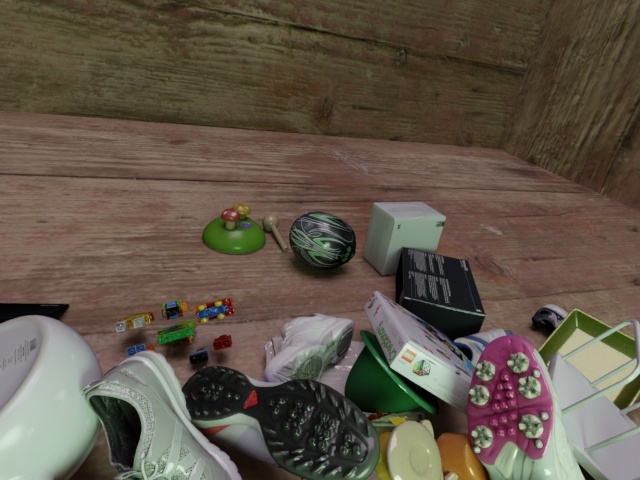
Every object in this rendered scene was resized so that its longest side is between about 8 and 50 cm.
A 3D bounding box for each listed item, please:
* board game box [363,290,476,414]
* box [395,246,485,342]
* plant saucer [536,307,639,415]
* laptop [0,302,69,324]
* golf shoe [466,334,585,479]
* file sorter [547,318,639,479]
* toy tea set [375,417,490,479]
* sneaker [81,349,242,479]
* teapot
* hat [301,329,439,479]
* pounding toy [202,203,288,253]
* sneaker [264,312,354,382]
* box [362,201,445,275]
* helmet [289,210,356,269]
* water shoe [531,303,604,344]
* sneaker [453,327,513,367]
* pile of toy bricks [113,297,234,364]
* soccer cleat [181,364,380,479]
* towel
[{"bbox_3d":[0.188,0.195,0.761,0.192,0.053,0.305,33,5,-5],"label":"board game box"},{"bbox_3d":[0.286,0.131,1.050,0.184,0.103,0.261,10,26,6],"label":"box"},{"bbox_3d":[0.590,0.263,0.906,0.188,0.045,0.188,-36,46,-22],"label":"plant saucer"},{"bbox_3d":[-0.602,0.193,0.712,0.234,0.137,0.265,3,53,-14],"label":"laptop"},{"bbox_3d":[0.270,0.280,0.532,0.140,0.115,0.307,21,61,-38],"label":"golf shoe"},{"bbox_3d":[0.516,0.289,0.639,0.278,0.173,0.192,45,36,13],"label":"file sorter"},{"bbox_3d":[0.181,0.356,0.569,0.335,0.124,0.200,16,56,-29],"label":"toy tea set"},{"bbox_3d":[-0.193,0.274,0.499,0.281,0.105,0.115,51,15,12],"label":"sneaker"},{"bbox_3d":[-0.379,0.233,0.537,0.252,0.187,0.256,-9,41,20],"label":"teapot"},{"bbox_3d":[0.064,0.270,0.689,0.208,0.183,0.173,40,5,-38],"label":"hat"},{"bbox_3d":[-0.220,-0.052,1.219,0.236,0.110,0.183,-1,29,-21],"label":"pounding toy"},{"bbox_3d":[-0.037,0.193,0.746,0.115,0.091,0.232,16,17,29],"label":"sneaker"},{"bbox_3d":[0.239,-0.010,1.221,0.180,0.182,0.119,-3,28,-26],"label":"box"},{"bbox_3d":[0.000,0.000,1.141,0.161,0.170,0.169,8,21,-44],"label":"helmet"},{"bbox_3d":[0.610,0.241,1.011,0.080,0.073,0.203,-32,43,-15],"label":"water shoe"},{"bbox_3d":[0.330,0.291,0.782,0.130,0.112,0.296,-9,26,8],"label":"sneaker"},{"bbox_3d":[-0.266,0.171,0.803,0.212,0.118,0.105,-12,2,-8],"label":"pile of toy bricks"},{"bbox_3d":[-0.056,0.252,0.566,0.318,0.116,0.109,0,44,34],"label":"soccer cleat"},{"bbox_3d":[0.036,0.254,0.780,0.282,0.049,0.187,5,28,-11],"label":"towel"}]
